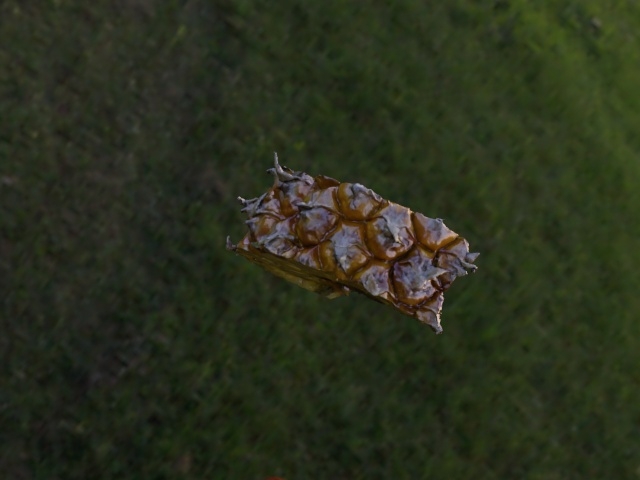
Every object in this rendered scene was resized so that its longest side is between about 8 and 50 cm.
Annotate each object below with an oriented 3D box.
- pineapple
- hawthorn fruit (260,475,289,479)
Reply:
[{"bbox_3d":[0.001,-0.001,1.191,0.135,0.233,0.079,39,72,-31],"label":"pineapple"},{"bbox_3d":[-0.044,0.294,1.652,0.081,0.081,0.093,33,1,-8],"label":"hawthorn fruit"}]
